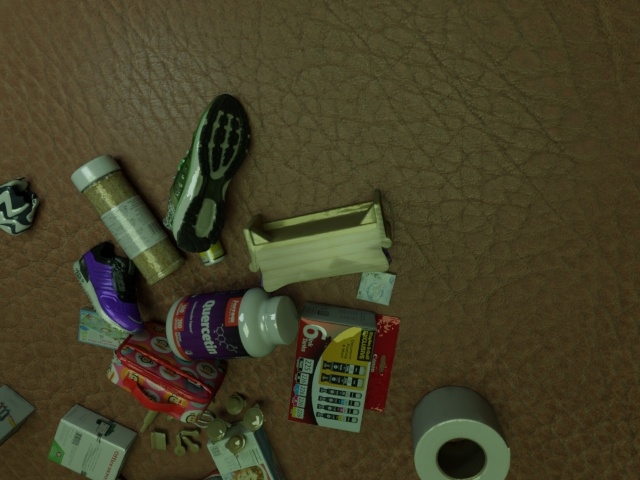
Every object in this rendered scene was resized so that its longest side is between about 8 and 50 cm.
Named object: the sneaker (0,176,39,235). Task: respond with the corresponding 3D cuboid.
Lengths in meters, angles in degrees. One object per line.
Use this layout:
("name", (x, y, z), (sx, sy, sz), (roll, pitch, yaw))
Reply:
("sneaker", (-0.887, -0.139, 1.451), (0.235, 0.094, 0.153), (39, 104, -4))

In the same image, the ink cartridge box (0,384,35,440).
("ink cartridge box", (-0.999, 0.558, 1.595), (0.127, 0.176, 0.128), (42, 105, -4))

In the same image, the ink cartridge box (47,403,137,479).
("ink cartridge box", (-0.701, 0.634, 1.622), (0.220, 0.092, 0.160), (26, 106, 0))

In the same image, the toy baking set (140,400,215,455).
("toy baking set", (-0.432, 0.549, 1.605), (0.197, 0.030, 0.256), (27, 106, -3))

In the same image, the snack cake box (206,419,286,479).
("snack cake box", (-0.213, 0.678, 1.578), (0.152, 0.089, 0.264), (-19, 101, 9))

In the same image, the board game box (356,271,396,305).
("board game box", (0.151, 0.124, 1.430), (0.090, 0.020, 0.090), (13, 105, 4))

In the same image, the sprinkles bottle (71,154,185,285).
("sprinkles bottle", (-0.512, -0.053, 1.412), (0.121, 0.121, 0.355), (-31, 98, 13))

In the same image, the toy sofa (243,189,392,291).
("toy sofa", (0.000, 0.000, 1.351), (0.363, 0.150, 0.177), (-11, 107, 9))

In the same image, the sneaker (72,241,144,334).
("sneaker", (-0.553, 0.118, 1.436), (0.146, 0.102, 0.293), (-44, 71, 4))

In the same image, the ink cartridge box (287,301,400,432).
("ink cartridge box", (0.066, 0.349, 1.441), (0.272, 0.130, 0.309), (8, 104, 4))

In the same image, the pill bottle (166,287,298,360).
("pill bottle", (-0.231, 0.221, 1.386), (0.323, 0.181, 0.181), (-9, 103, 22))

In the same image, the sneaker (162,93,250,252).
("sneaker", (-0.320, -0.184, 1.347), (0.182, 0.158, 0.410), (18, 89, 38))

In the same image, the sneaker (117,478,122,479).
("sneaker", (-0.683, 0.929, 1.674), (0.236, 0.130, 0.322), (-23, 106, 8))

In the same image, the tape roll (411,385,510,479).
("tape roll", (0.373, 0.548, 1.434), (0.246, 0.169, 0.246), (1, 104, 6))

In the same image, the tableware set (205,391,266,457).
("tableware set", (-0.245, 0.530, 1.515), (0.141, 0.020, 0.168), (31, 77, 30))

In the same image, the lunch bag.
("lunch bag", (-0.421, 0.365, 1.435), (0.293, 0.258, 0.120), (29, 109, -2))

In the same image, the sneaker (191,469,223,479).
("sneaker", (-0.382, 0.791, 1.624), (0.225, 0.092, 0.088), (-34, 99, 15))

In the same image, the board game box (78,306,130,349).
("board game box", (-0.635, 0.263, 1.555), (0.154, 0.026, 0.103), (12, 105, 4))

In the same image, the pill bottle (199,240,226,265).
("pill bottle", (-0.308, 0.005, 1.431), (0.065, 0.065, 0.116), (-19, 102, 11))
